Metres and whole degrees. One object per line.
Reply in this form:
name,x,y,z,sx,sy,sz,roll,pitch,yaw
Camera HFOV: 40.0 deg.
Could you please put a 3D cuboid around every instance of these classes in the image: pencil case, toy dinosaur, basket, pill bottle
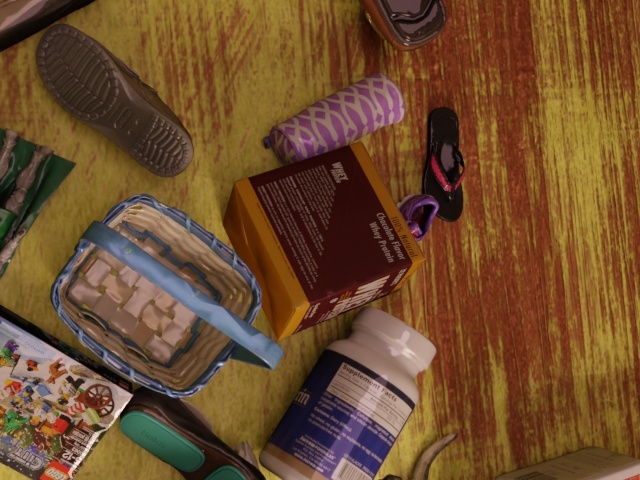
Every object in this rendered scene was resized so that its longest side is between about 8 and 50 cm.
pencil case,0.025,-0.164,1.266,0.206,0.086,0.088,-31,134,-18
toy dinosaur,0.119,0.401,1.299,0.118,0.064,0.268,22,78,-27
basket,-0.186,0.071,1.056,0.254,0.289,0.201,38,70,-14
pill bottle,0.044,0.233,1.220,0.153,0.153,0.265,38,75,-17

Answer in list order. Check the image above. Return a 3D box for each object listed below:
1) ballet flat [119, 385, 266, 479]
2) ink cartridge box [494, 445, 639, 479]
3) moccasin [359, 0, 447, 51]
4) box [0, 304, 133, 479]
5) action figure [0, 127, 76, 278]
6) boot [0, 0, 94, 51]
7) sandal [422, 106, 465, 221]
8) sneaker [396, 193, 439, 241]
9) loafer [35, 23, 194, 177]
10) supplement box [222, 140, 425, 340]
ballet flat,-0.143,0.288,1.170,0.280,0.095,0.096,48,28,-11
ink cartridge box,0.442,0.501,1.388,0.271,0.130,0.310,-9,92,-23
moccasin,0.065,-0.456,1.271,0.139,0.147,0.380,-34,105,-5
box,-0.373,0.189,1.086,0.233,0.044,0.159,35,91,-18
action figure,-0.412,-0.021,1.094,0.137,0.063,0.232,25,83,-23
boot,-0.378,-0.417,1.084,0.377,0.138,0.284,-36,101,-14
sandal,0.194,-0.118,1.354,0.067,0.040,0.179,-1,89,-23
sneaker,0.115,-0.004,1.302,0.068,0.071,0.170,39,75,-17
loafer,-0.266,-0.179,1.154,0.094,0.087,0.251,-44,94,9
supplement box,0.000,0.000,1.189,0.194,0.129,0.191,-21,72,-21
